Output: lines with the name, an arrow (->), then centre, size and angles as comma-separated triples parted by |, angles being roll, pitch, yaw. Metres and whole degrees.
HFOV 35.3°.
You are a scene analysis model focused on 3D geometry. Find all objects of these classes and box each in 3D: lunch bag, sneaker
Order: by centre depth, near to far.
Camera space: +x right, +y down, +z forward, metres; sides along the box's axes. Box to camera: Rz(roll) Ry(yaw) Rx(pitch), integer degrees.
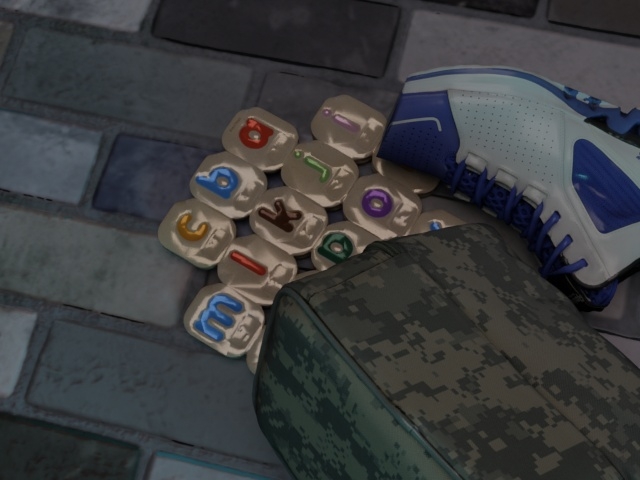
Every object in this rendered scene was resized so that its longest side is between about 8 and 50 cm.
lunch bag -> 0.133, 0.138, 0.764 | 0.256, 0.212, 0.305 | -25, 56, -29
sneaker -> 0.203, -0.035, 0.889 | 0.316, 0.127, 0.182 | 11, 71, 0

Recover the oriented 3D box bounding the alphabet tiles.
alphabet tiles -> 0.000, 0.000, 0.956 | 0.278, 0.021, 0.284 | 29, 75, 11
